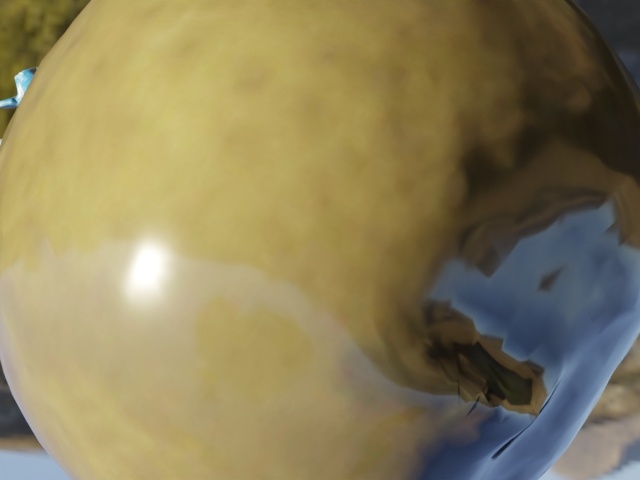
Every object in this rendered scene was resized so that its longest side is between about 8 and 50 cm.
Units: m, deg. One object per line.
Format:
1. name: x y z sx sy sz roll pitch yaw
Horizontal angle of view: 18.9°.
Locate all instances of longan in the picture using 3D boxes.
1. longan: 0.000 0.000 0.846 0.319 0.318 0.319 9 180 0

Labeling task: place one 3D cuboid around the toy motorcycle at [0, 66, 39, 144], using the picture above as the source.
1. toy motorcycle: -0.101 0.023 1.054 0.254 0.135 0.092 48 -165 6
